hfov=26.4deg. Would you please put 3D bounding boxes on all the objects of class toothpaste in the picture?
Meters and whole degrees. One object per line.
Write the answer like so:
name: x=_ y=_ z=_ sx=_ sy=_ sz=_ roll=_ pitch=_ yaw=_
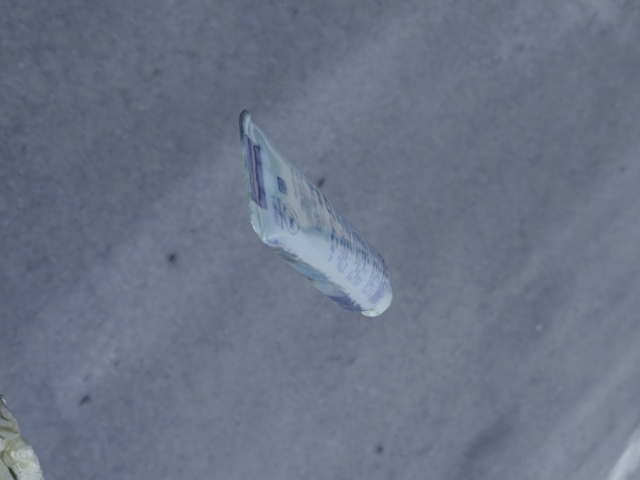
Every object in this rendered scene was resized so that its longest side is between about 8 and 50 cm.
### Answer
toothpaste: x=0.000 y=0.000 z=0.698 sx=0.037 sy=0.062 sz=0.216 roll=-16 pitch=158 yaw=13

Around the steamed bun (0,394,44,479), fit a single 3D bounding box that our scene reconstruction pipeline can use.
steamed bun: x=-0.297 y=0.200 z=1.166 sx=0.106 sy=0.192 sz=0.177 roll=-28 pitch=152 yaw=-15
